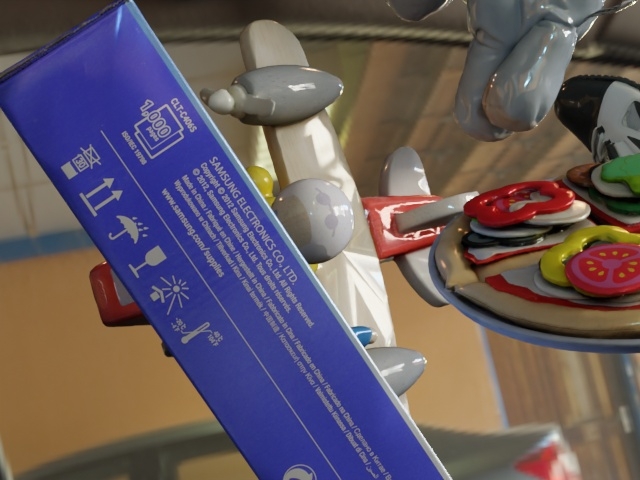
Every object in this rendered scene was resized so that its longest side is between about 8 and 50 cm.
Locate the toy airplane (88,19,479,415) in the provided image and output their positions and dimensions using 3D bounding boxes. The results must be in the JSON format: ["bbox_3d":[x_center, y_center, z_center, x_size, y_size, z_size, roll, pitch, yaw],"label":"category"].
[{"bbox_3d":[0.000,0.000,1.396,0.386,0.384,0.272,31,-16,-2],"label":"toy airplane"}]

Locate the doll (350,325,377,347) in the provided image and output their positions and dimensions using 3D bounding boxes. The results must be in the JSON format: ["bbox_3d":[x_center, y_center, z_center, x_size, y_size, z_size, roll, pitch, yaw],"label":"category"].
[{"bbox_3d":[0.000,0.115,1.116,0.129,0.046,0.189,-32,-28,-20],"label":"doll"}]

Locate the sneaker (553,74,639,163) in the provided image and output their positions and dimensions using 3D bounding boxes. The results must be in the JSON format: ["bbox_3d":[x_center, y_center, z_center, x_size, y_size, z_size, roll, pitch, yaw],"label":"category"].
[{"bbox_3d":[0.382,-0.083,1.559,0.146,0.330,0.122,-41,-38,-16],"label":"sneaker"}]

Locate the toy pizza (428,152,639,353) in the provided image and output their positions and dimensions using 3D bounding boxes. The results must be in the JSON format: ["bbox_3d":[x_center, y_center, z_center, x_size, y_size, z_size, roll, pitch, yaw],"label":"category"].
[{"bbox_3d":[0.154,-0.004,0.667,0.201,0.032,0.201,-7,24,3],"label":"toy pizza"}]

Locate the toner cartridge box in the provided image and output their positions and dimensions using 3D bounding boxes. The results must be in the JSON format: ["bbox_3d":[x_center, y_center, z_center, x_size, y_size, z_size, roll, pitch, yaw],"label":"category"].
[{"bbox_3d":[-0.027,0.051,0.645,0.075,0.348,0.165,-34,10,-3],"label":"toner cartridge box"}]

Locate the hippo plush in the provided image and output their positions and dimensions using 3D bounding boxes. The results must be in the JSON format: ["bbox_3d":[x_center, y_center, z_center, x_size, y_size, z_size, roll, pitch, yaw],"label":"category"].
[{"bbox_3d":[0.174,-0.264,1.456,0.237,0.234,0.294,32,-25,-11],"label":"hippo plush"}]
